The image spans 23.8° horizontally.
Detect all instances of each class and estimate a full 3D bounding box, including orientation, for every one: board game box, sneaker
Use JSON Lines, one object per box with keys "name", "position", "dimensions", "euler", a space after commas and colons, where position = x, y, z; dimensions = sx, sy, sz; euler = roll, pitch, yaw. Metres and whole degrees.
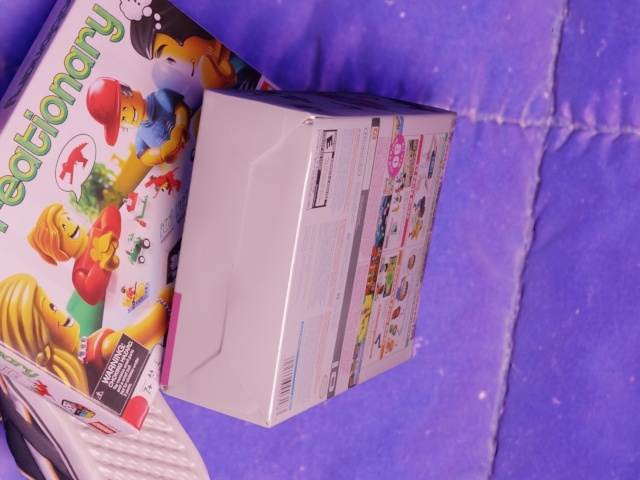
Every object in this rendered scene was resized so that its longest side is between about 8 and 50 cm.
{"name": "board game box", "position": [-0.157, -0.036, 1.114], "dimensions": [0.193, 0.053, 0.305], "euler": [36, 61, -26]}
{"name": "sneaker", "position": [-0.202, 0.093, 1.169], "dimensions": [0.126, 0.127, 0.321], "euler": [-23, 90, -32]}
{"name": "board game box", "position": [0.000, 0.000, 1.186], "dimensions": [0.303, 0.097, 0.224], "euler": [-10, 112, -66]}
